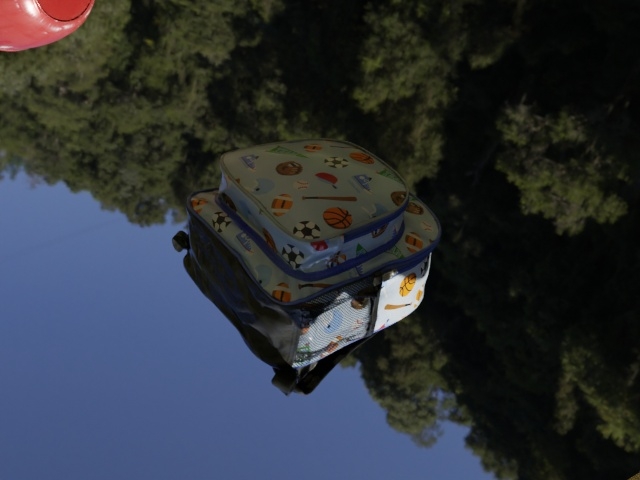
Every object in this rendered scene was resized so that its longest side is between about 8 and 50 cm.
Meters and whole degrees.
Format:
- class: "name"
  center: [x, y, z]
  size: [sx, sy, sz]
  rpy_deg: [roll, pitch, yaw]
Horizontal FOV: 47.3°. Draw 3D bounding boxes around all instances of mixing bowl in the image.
- class: "mixing bowl"
  center: [-0.327, -0.302, 0.844]
  size: [0.098, 0.182, 0.181]
  rpy_deg: [20, -160, 27]

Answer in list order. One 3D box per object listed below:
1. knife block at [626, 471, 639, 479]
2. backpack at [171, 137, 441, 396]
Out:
- class: "knife block"
  center: [0.237, 0.342, 0.556]
  size: [0.088, 0.275, 0.242]
  rpy_deg: [44, -166, -44]
- class: "backpack"
  center: [0.000, 0.000, 0.851]
  size: [0.263, 0.213, 0.276]
  rpy_deg: [-12, -134, -37]
